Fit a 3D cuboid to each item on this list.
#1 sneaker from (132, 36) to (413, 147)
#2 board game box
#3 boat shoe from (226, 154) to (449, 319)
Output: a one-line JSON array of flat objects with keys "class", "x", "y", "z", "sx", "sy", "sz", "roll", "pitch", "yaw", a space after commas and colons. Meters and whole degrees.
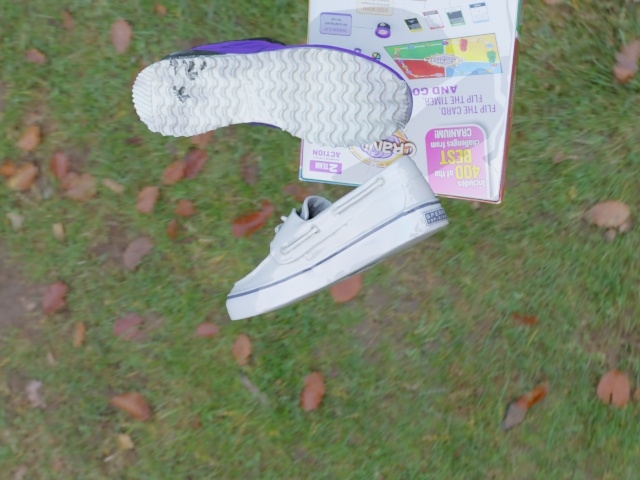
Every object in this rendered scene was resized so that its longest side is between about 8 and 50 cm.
[{"class": "sneaker", "x": -0.038, "y": -0.171, "z": 1.305, "sx": 0.293, "sy": 0.146, "sz": 0.102, "roll": 6, "pitch": 113, "yaw": 15}, {"class": "board game box", "x": 0.104, "y": -0.213, "z": 1.399, "sx": 0.242, "sy": 0.064, "sz": 0.317, "roll": 8, "pitch": 108, "yaw": 12}, {"class": "boat shoe", "x": 0.000, "y": 0.000, "z": 1.205, "sx": 0.267, "sy": 0.096, "sz": 0.088, "roll": -28, "pitch": 83, "yaw": 39}]
